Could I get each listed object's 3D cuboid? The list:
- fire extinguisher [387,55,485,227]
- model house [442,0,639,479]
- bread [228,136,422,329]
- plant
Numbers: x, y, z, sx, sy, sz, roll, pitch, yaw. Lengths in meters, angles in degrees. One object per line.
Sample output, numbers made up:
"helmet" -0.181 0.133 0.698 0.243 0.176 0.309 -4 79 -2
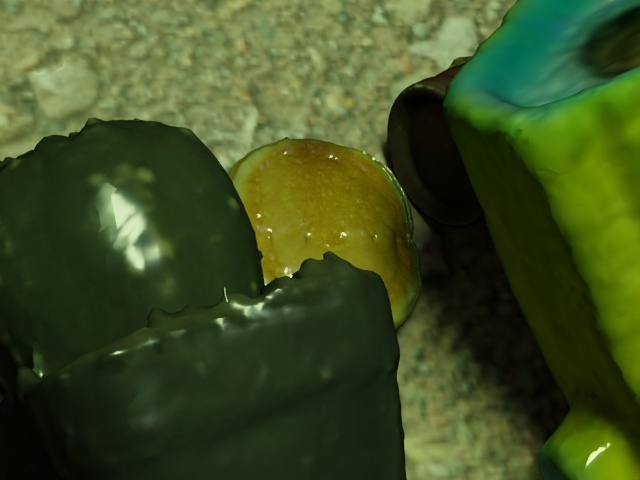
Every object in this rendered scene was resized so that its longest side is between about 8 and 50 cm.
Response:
"fire extinguisher" 0.160 -0.074 0.908 0.252 0.075 0.106 -23 42 -34
"model house" 0.207 -0.019 0.775 0.303 0.215 0.237 -33 114 -14
"bread" 0.000 0.000 0.832 0.110 0.024 0.110 11 55 -16
"plant" -0.049 0.074 0.685 0.142 0.164 0.256 -20 85 -28
